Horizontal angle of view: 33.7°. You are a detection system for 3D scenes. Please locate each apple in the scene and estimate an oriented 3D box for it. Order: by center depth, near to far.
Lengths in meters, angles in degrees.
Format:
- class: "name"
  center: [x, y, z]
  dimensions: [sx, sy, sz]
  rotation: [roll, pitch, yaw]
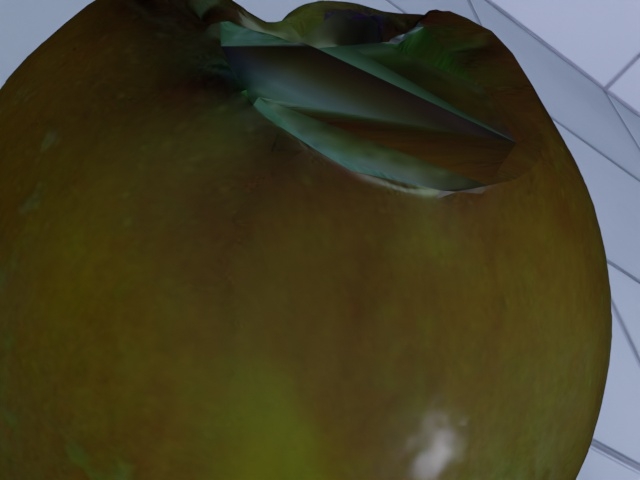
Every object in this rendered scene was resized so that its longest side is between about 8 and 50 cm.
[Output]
- class: "apple"
  center: [-0.036, 0.027, 0.569]
  dimensions: [0.374, 0.374, 0.384]
  rotation: [13, 30, -45]
